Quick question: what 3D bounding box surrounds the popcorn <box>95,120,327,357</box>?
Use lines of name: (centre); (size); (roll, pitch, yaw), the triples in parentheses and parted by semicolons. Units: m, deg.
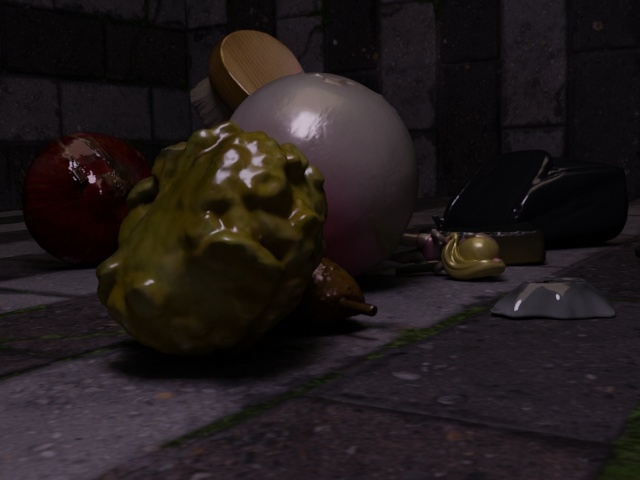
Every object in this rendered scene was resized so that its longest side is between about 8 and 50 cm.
popcorn: (-0.095, 0.014, 0.788); (0.192, 0.233, 0.266); (29, -44, -20)

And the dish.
dish: (0.256, 0.060, 0.935); (0.137, 0.039, 0.091); (-1, 6, -9)

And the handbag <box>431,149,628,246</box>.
handbag: (0.390, -0.085, 1.620); (0.275, 0.178, 0.302); (-3, 6, -17)

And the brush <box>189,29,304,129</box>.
brush: (-0.115, -0.246, 1.570); (0.174, 0.267, 0.166); (-20, -22, -37)

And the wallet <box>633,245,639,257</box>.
wallet: (0.619, 0.014, 1.271); (0.245, 0.052, 0.168); (-7, 7, -8)

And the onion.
onion: (-0.384, -0.069, 1.447); (0.161, 0.248, 0.248); (21, 19, 37)

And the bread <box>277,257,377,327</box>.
bread: (-0.057, 0.046, 0.946); (0.124, 0.084, 0.344); (-7, 9, -41)

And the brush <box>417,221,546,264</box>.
brush: (0.255, 0.005, 1.366); (0.197, 0.059, 0.123); (-1, 4, 1)

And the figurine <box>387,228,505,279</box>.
figurine: (0.175, 0.022, 1.213); (0.187, 0.083, 0.083); (8, 9, 22)

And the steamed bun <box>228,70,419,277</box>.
steamed bun: (-0.021, -0.056, 1.142); (0.309, 0.309, 0.309); (-2, 6, 0)
